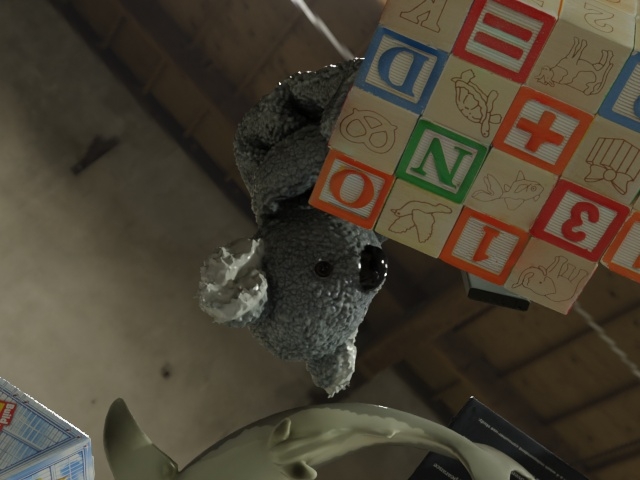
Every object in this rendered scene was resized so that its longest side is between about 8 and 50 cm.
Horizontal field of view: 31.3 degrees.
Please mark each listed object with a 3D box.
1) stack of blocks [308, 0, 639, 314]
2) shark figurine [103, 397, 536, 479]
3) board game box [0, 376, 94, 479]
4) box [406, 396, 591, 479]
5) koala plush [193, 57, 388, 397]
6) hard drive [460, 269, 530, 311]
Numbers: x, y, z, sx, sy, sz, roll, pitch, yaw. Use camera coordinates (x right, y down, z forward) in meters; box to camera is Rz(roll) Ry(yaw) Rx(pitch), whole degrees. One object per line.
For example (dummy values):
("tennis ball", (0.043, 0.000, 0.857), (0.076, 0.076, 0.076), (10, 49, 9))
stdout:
("stack of blocks", (0.163, -0.049, 0.662), (0.297, 0.087, 0.171), (23, -53, 1))
("shark figurine", (-0.017, 0.145, 0.701), (0.116, 0.278, 0.166), (73, -7, -82))
("board game box", (-0.216, 0.113, 0.535), (0.194, 0.194, 0.060), (18, -46, 11))
("box", (0.114, 0.255, 0.888), (0.153, 0.207, 0.108), (36, -28, 15))
("koala plush", (0.000, 0.000, 0.911), (0.203, 0.221, 0.196), (-2, -28, 40))
("hard drive", (0.266, 0.066, 1.759), (0.094, 0.135, 0.022), (13, -70, -4))
